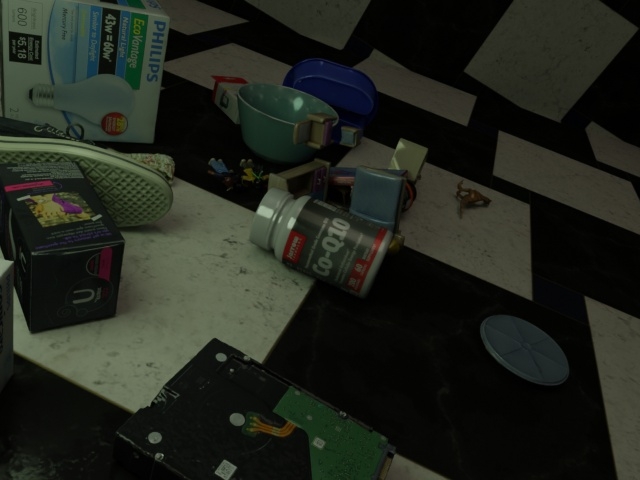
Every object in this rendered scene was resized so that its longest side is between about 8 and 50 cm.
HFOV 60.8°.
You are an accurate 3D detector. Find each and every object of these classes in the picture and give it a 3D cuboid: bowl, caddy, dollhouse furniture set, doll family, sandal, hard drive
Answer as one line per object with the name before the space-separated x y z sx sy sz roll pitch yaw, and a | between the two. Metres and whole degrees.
bowl | -0.116 -0.341 1.651 0.312 0.163 0.311 14 32 -9
caddy | 0.032 -0.480 1.876 0.342 0.241 0.179 15 36 -8
dollhouse furniture set | 0.058 -0.117 1.279 0.303 0.286 0.198 22 30 26
doll family | -0.204 -0.164 1.421 0.193 0.076 0.111 -7 44 -29
sandal | 0.058 -0.144 1.536 0.090 0.060 0.219 16 31 -6
hard drive | -0.081 0.298 0.774 0.339 0.064 0.237 26 32 12

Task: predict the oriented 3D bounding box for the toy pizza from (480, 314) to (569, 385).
toy pizza | 0.435 0.238 1.177 0.201 0.032 0.201 15 32 -10

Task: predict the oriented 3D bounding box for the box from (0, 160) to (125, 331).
box | -0.455 -0.003 0.938 0.143 0.165 0.270 -9 41 -37

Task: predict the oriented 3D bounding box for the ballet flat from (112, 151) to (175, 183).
ballet flat | -0.452 -0.161 1.273 0.241 0.091 0.077 -9 63 -32

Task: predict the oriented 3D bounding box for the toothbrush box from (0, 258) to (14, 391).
toothbrush box | -0.474 0.173 0.611 0.126 0.216 0.295 14 31 -9

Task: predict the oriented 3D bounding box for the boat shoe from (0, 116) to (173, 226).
boat shoe | -0.545 -0.155 1.117 0.501 0.186 0.156 11 38 -3

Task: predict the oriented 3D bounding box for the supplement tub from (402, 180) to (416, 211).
supplement tub | 0.191 -0.117 1.524 0.106 0.106 0.198 37 35 26

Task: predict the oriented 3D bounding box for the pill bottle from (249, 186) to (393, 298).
pill bottle | 0.000 0.000 1.186 0.283 0.161 0.161 23 32 7

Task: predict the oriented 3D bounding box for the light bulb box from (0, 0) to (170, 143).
light bulb box | -0.601 -0.454 1.377 0.361 0.357 0.225 -4 40 -31

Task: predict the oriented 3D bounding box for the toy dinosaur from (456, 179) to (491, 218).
toy dinosaur | 0.481 -0.139 1.756 0.212 0.064 0.112 -14 46 -41

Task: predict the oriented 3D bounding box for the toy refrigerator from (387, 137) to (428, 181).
toy refrigerator | 0.271 -0.232 1.654 0.094 0.102 0.269 23 7 8

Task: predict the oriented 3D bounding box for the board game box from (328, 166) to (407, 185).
board game box | 0.086 -0.176 1.496 0.281 0.027 0.145 5 17 19

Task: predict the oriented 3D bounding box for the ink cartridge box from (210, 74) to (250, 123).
ink cartridge box | -0.277 -0.480 1.860 0.134 0.078 0.231 -8 40 -37
